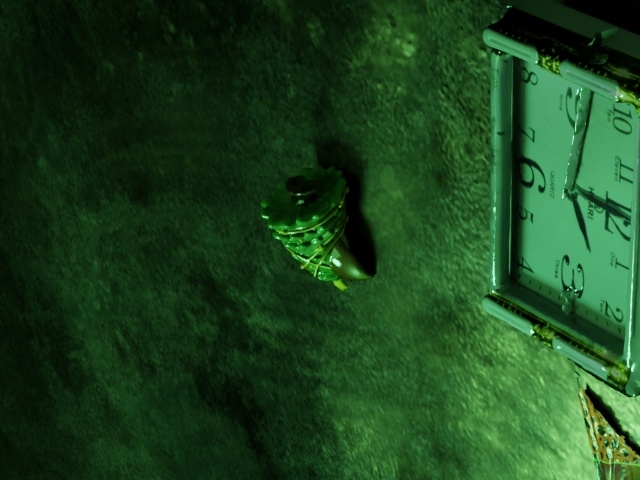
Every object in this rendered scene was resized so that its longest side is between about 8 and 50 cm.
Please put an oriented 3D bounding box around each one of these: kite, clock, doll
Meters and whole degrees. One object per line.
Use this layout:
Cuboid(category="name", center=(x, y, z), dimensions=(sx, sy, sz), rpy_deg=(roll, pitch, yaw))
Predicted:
Cuboid(category="kite", center=(0.243, 0.214, 1.414), dimensions=(0.222, 0.008, 0.125), rpy_deg=(48, 146, 29))
Cuboid(category="clock", center=(0.189, -0.033, 1.266), dimensions=(0.186, 0.083, 0.253), rpy_deg=(31, 134, 44))
Cuboid(category="doll", center=(-0.008, 0.002, 1.591), dimensions=(0.078, 0.076, 0.113), rpy_deg=(14, 122, 43))
